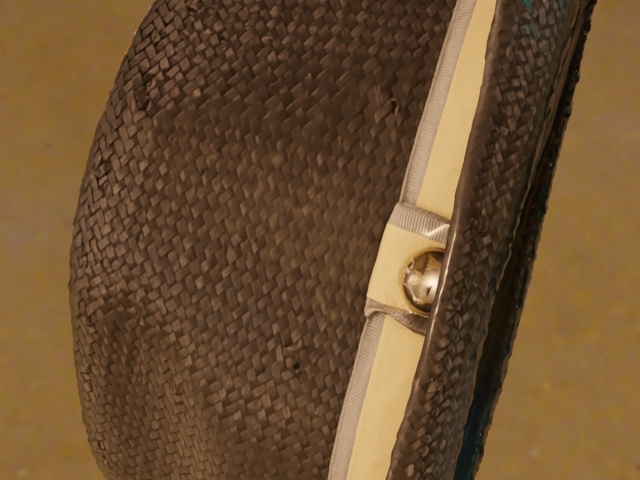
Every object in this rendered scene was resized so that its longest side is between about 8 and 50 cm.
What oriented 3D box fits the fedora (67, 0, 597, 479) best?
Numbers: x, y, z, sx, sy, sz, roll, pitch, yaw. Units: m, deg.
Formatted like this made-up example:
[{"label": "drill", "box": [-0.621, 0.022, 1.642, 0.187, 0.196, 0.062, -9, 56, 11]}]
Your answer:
[{"label": "fedora", "box": [0.000, 0.000, 0.718, 0.152, 0.334, 0.334, 15, 24, 8]}]
